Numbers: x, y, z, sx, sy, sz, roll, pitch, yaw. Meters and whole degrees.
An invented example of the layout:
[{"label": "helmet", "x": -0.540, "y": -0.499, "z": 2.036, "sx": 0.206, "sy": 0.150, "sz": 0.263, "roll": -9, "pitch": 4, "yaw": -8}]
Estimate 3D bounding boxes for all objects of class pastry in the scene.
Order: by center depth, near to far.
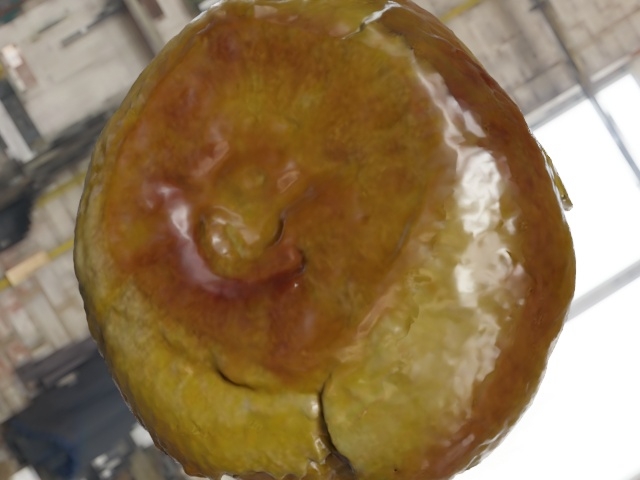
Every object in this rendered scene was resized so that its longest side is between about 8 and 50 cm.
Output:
[{"label": "pastry", "x": 0.000, "y": 0.000, "z": 1.004, "sx": 0.356, "sy": 0.356, "sz": 0.164, "roll": 56, "pitch": 17, "yaw": 21}]
